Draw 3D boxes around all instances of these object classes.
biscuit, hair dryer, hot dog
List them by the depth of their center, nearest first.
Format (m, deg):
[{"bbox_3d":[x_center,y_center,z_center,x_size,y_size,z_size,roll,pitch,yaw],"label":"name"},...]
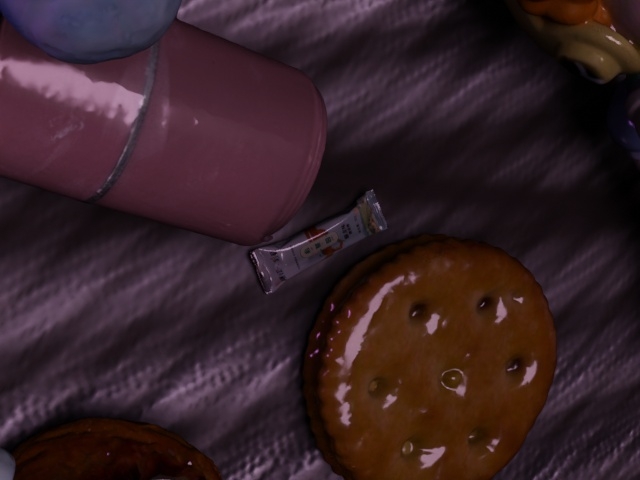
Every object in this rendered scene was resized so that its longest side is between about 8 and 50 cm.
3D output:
[{"bbox_3d":[-0.083,-0.188,0.641,0.210,0.125,0.352,17,83,-29],"label":"hair dryer"},{"bbox_3d":[-0.163,0.214,0.664,0.227,0.099,0.160,-37,112,-19],"label":"hot dog"},{"bbox_3d":[0.089,0.101,0.794,0.221,0.066,0.220,-5,101,-26],"label":"biscuit"}]

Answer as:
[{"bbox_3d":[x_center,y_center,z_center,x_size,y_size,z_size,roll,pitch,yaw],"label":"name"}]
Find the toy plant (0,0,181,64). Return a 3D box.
[{"bbox_3d":[-0.163,-0.224,0.456,0.247,0.247,0.332,-33,83,-19],"label":"toy plant"}]

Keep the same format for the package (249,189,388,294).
[{"bbox_3d":[0.000,0.000,0.761,0.110,0.015,0.037,-29,115,-19],"label":"package"}]

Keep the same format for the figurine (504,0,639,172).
[{"bbox_3d":[0.219,-0.158,0.753,0.225,0.205,0.381,-28,118,-19],"label":"figurine"}]

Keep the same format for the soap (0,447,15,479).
[{"bbox_3d":[-0.314,0.111,0.539,0.159,0.088,0.265,-53,133,-12],"label":"soap"}]
